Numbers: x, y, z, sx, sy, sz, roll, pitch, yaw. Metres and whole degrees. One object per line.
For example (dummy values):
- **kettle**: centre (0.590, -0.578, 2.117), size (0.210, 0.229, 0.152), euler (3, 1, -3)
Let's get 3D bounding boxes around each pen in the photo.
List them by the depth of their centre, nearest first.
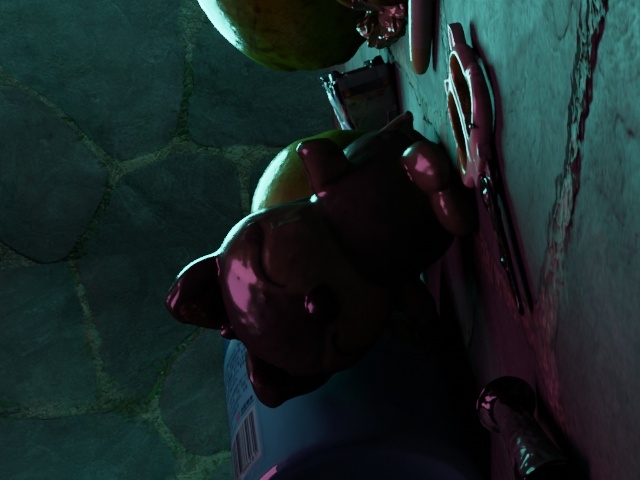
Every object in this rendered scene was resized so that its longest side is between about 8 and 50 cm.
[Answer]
- **pen**: centre (0.121, -0.284, 1.262), size (0.233, 0.032, 0.040), euler (82, 174, -51)

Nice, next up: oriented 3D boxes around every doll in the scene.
- **doll**: centre (0.022, 0.028, 1.329), size (0.252, 0.382, 0.378), euler (53, -171, 6)

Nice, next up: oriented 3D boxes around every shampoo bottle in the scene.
- **shampoo bottle**: centre (0.035, 0.251, 1.463), size (0.342, 0.331, 0.331), euler (-100, 3, -50)

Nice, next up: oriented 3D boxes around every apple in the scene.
- **apple**: centre (0.032, -0.036, 1.684), size (0.292, 0.292, 0.254), euler (86, 180, -66)

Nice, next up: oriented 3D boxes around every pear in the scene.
- **pear**: centre (-0.058, -0.467, 1.740), size (0.352, 0.352, 0.413), euler (-101, -5, -65)

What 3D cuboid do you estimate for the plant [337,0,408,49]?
- **plant**: centre (0.067, -0.335, 1.503), size (0.104, 0.122, 0.116), euler (112, 160, -63)

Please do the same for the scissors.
- **scissors**: centre (0.159, -0.067, 1.037), size (0.160, 0.024, 0.317), euler (85, 177, -57)

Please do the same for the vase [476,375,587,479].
- **vase**: centre (0.178, 0.175, 0.910), size (0.167, 0.059, 0.059), euler (-101, 4, -73)

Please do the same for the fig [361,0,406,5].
- **fig**: centre (0.079, -0.317, 1.269), size (0.125, 0.089, 0.088), euler (-66, -27, -59)

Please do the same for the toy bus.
- **toy bus**: centre (0.073, -0.251, 1.901), size (0.317, 0.113, 0.138), euler (-103, -4, -83)
